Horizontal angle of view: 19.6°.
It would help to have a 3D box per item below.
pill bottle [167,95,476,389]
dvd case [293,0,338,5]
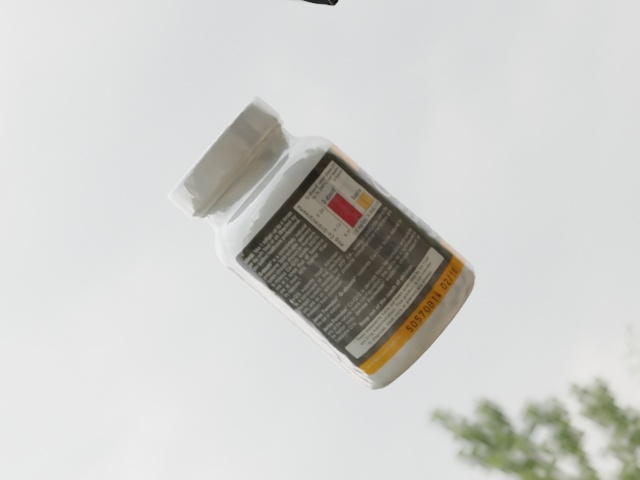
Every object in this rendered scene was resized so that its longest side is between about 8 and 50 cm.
[{"bbox_3d":[0.000,0.000,1.772,0.162,0.278,0.162,-48,4,5],"label":"pill bottle"},{"bbox_3d":[0.005,-0.314,1.631,0.029,0.179,0.238,45,-110,-41],"label":"dvd case"}]
